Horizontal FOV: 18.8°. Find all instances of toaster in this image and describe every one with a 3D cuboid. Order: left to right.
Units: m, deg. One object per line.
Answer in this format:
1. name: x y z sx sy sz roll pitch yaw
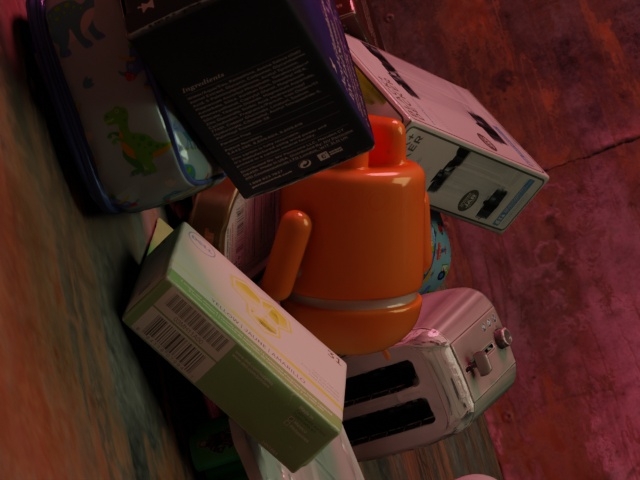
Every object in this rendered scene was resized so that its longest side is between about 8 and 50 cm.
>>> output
1. toaster: 0.075 0.138 1.918 0.146 0.227 0.129 -36 107 -64

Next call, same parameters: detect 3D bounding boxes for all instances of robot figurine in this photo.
1. robot figurine: 0.025 0.003 1.654 0.158 0.128 0.219 -48 139 -74

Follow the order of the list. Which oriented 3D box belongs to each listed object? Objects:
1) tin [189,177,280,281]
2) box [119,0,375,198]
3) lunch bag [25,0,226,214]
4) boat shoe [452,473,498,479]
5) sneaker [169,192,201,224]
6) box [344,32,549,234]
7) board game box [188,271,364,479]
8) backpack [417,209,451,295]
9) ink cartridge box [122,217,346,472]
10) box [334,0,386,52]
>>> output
1. tin: -0.059 -0.023 1.657 0.189 0.040 0.106 -41 140 -60
2. box: -0.057 -0.155 1.354 0.207 0.108 0.153 55 16 -53
3. lunch bag: -0.135 -0.111 1.411 0.219 0.090 0.176 -36 107 -81
4. boat shoe: 0.142 0.366 1.856 0.119 0.121 0.335 -123 -153 -67
5. sneaker: -0.108 -0.035 1.624 0.119 0.047 0.057 52 39 -62
6. box: 0.103 -0.114 2.066 0.290 0.087 0.169 17 28 -52
7. board game box: -0.004 0.248 1.609 0.390 0.050 0.390 -83 153 -71
8. backpack: 0.047 0.008 2.076 0.117 0.173 0.158 20 52 -80
9. ink cartridge box: -0.058 0.057 1.449 0.171 0.056 0.235 42 17 -12
10. box: -0.029 -0.233 2.142 0.203 0.167 0.168 59 14 -57
